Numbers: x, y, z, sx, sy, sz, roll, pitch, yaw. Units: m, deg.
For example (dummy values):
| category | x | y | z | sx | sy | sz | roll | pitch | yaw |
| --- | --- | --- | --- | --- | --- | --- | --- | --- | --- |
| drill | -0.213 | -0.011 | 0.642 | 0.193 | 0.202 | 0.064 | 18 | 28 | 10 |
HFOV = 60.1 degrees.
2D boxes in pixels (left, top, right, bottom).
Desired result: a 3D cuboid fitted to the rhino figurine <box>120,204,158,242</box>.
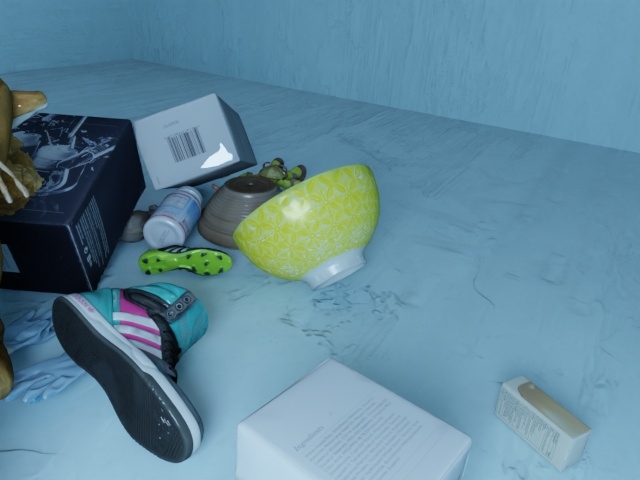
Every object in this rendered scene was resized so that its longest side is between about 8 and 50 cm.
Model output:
| category | x | y | z | sx | sy | sz | roll | pitch | yaw |
| --- | --- | --- | --- | --- | --- | --- | --- | --- | --- |
| rhino figurine | -0.472 | -0.042 | 1.171 | 0.243 | 0.073 | 0.106 | 4 | 24 | 0 |

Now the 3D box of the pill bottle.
| category | x | y | z | sx | sy | sz | roll | pitch | yaw |
| --- | --- | --- | --- | --- | --- | --- | --- | --- | --- |
| pill bottle | -0.306 | -0.050 | 1.176 | 0.087 | 0.087 | 0.160 | 7 | 33 | 5 |

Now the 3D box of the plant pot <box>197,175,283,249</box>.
| category | x | y | z | sx | sy | sz | roll | pitch | yaw |
| --- | --- | --- | --- | --- | --- | --- | --- | --- | --- |
| plant pot | -0.158 | -0.077 | 1.253 | 0.237 | 0.110 | 0.237 | 4 | 25 | -2 |

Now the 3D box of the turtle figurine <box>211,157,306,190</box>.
| category | x | y | z | sx | sy | sz | roll | pitch | yaw |
| --- | --- | --- | --- | --- | --- | --- | --- | --- | --- |
| turtle figurine | -0.133 | -0.167 | 1.460 | 0.269 | 0.087 | 0.217 | 4 | 21 | 15 |

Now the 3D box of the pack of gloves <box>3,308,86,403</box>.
| category | x | y | z | sx | sy | sz | roll | pitch | yaw |
| --- | --- | --- | --- | --- | --- | --- | --- | --- | --- |
| pack of gloves | -0.405 | 0.170 | 0.800 | 0.195 | 0.046 | 0.232 | 11 | 17 | 14 |

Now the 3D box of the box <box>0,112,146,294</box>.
| category | x | y | z | sx | sy | sz | roll | pitch | yaw |
| --- | --- | --- | --- | --- | --- | --- | --- | --- | --- |
| box | -0.549 | -0.082 | 1.025 | 0.343 | 0.179 | 0.312 | 4 | 43 | 1 |

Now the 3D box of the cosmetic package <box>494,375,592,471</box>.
| category | x | y | z | sx | sy | sz | roll | pitch | yaw |
| --- | --- | --- | --- | --- | --- | --- | --- | --- | --- |
| cosmetic package | 0.291 | 0.239 | 0.731 | 0.041 | 0.060 | 0.115 | -11 | 31 | -29 |

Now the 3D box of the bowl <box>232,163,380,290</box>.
| category | x | y | z | sx | sy | sz | roll | pitch | yaw |
| --- | --- | --- | --- | --- | --- | --- | --- | --- | --- |
| bowl | 0.000 | 0.000 | 1.030 | 0.289 | 0.289 | 0.156 | -19 | 77 | -39 |

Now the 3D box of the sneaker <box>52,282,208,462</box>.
| category | x | y | z | sx | sy | sz | roll | pitch | yaw |
| --- | --- | --- | --- | --- | --- | --- | --- | --- | --- |
| sneaker | -0.214 | 0.157 | 0.761 | 0.295 | 0.124 | 0.178 | 38 | 33 | 27 |

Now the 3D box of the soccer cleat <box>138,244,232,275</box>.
| category | x | y | z | sx | sy | sz | roll | pitch | yaw |
| --- | --- | --- | --- | --- | --- | --- | --- | --- | --- |
| soccer cleat | -0.258 | 0.033 | 1.070 | 0.179 | 0.060 | 0.072 | 0 | 25 | -3 |

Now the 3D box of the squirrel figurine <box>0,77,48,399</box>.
| category | x | y | z | sx | sy | sz | roll | pitch | yaw |
| --- | --- | --- | --- | --- | --- | --- | --- | --- | --- |
| squirrel figurine | -0.483 | -0.052 | 0.667 | 0.281 | 0.370 | 0.397 | 13 | 17 | -30 |

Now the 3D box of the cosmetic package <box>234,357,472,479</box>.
| category | x | y | z | sx | sy | sz | roll | pitch | yaw |
| --- | --- | --- | --- | --- | --- | --- | --- | --- | --- |
| cosmetic package | 0.028 | 0.248 | 0.565 | 0.184 | 0.151 | 0.151 | 25 | 32 | 33 |

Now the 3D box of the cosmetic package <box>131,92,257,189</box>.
| category | x | y | z | sx | sy | sz | roll | pitch | yaw |
| --- | --- | --- | --- | --- | --- | --- | --- | --- | --- |
| cosmetic package | -0.277 | -0.217 | 1.295 | 0.197 | 0.155 | 0.365 | -20 | 7 | 0 |
